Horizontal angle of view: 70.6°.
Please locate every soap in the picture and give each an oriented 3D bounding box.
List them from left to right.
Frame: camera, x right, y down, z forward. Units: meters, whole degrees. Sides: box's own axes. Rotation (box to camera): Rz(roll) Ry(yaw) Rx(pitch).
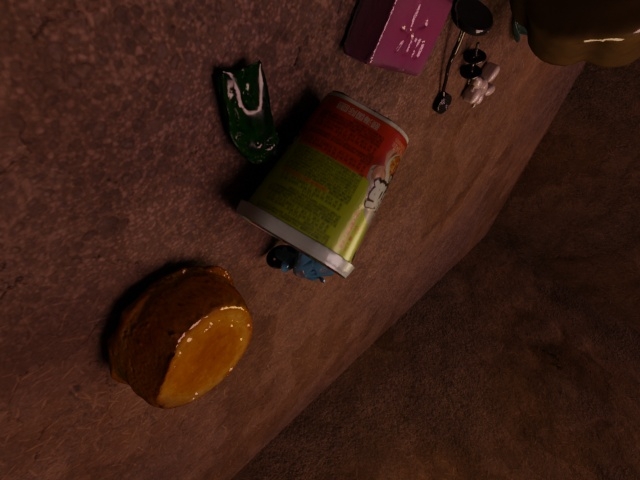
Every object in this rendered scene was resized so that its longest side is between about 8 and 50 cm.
[{"bbox_3d":[0.170,-0.457,0.961,0.259,0.081,0.181,-17,138,-54],"label":"soap"}]

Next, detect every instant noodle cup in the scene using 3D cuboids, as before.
[{"bbox_3d":[0.019,-0.117,0.950,0.307,0.294,0.294,-60,157,-4],"label":"instant noodle cup"}]

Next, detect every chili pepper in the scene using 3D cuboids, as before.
[{"bbox_3d":[-0.122,-0.218,0.794,0.098,0.061,0.224,-38,155,-14],"label":"chili pepper"}]

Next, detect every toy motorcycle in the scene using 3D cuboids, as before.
[{"bbox_3d":[0.000,0.000,1.171,0.272,0.182,0.123,-44,142,-22],"label":"toy motorcycle"}]

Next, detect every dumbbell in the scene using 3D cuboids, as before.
[{"bbox_3d":[0.469,-0.544,1.395,0.069,0.069,0.147,-44,154,-19],"label":"dumbbell"}]

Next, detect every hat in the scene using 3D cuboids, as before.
[{"bbox_3d":[0.716,-0.750,1.542,0.191,0.078,0.138,-3,128,-60],"label":"hat"}]

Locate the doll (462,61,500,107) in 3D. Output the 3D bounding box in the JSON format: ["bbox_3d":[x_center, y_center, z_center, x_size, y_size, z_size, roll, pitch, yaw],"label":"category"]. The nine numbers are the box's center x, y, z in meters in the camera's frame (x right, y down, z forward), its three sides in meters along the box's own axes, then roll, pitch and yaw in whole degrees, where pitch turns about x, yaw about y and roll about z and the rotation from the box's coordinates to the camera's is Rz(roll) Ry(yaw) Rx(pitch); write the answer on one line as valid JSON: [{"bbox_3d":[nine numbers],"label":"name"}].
[{"bbox_3d":[0.557,-0.536,1.578,0.160,0.059,0.161,-49,157,-12],"label":"doll"}]

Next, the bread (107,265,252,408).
[{"bbox_3d":[-0.280,0.203,0.952,0.312,0.172,0.312,-39,150,-27],"label":"bread"}]

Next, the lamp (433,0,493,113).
[{"bbox_3d":[0.393,-0.487,1.288,0.130,0.108,0.371,-37,153,-23],"label":"lamp"}]

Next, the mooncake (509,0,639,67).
[{"bbox_3d":[0.759,-0.712,1.239,0.466,0.467,0.262,-56,163,8],"label":"mooncake"}]
